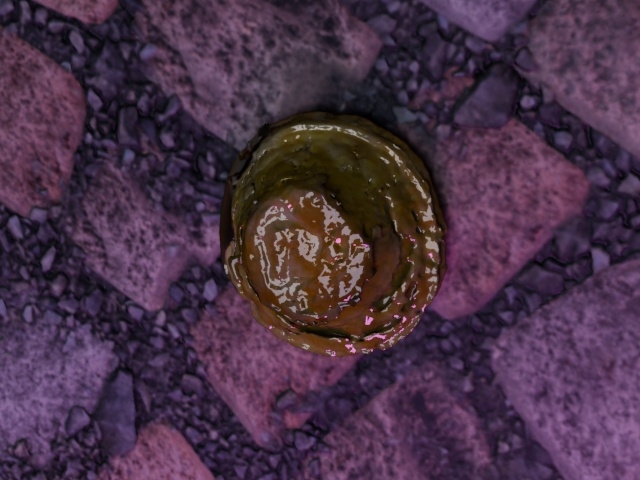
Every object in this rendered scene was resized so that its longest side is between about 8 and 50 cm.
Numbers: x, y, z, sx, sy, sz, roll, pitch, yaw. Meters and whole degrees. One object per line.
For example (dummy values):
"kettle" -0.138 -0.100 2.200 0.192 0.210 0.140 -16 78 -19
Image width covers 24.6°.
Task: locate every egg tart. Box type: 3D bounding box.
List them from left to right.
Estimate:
"egg tart" 0.000 0.000 1.363 0.241 0.106 0.241 7 106 23
